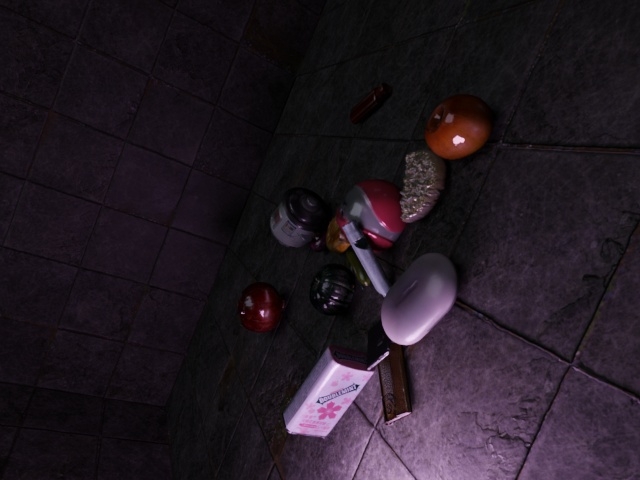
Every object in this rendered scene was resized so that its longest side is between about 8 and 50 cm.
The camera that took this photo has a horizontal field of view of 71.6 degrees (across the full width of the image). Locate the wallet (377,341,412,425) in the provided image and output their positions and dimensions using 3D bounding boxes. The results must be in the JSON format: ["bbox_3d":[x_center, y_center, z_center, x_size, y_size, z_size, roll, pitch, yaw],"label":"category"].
[{"bbox_3d":[0.233,0.456,1.440,0.133,0.039,0.243,-47,33,41],"label":"wallet"}]

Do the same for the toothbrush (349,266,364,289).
[{"bbox_3d":[0.153,0.152,1.847,0.014,0.011,0.167,-55,29,16],"label":"toothbrush"}]

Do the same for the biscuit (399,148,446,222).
[{"bbox_3d":[0.375,-0.204,1.594,0.179,0.084,0.281,-13,62,55],"label":"biscuit"}]

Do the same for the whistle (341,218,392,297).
[{"bbox_3d":[0.175,0.070,1.612,0.062,0.312,0.062,-29,4,2],"label":"whistle"}]

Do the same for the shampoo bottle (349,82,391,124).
[{"bbox_3d":[0.246,-0.684,2.207,0.260,0.064,0.102,-31,45,53],"label":"shampoo bottle"}]

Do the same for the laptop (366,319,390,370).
[{"bbox_3d":[0.202,0.353,1.555,0.129,0.016,0.180,-51,16,32],"label":"laptop"}]

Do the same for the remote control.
[{"bbox_3d":[0.309,0.185,1.412,0.332,0.103,0.221,-55,35,27],"label":"remote control"}]

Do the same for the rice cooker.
[{"bbox_3d":[-0.106,-0.119,2.266,0.316,0.264,0.316,-26,60,56],"label":"rice cooker"}]

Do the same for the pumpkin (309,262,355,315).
[{"bbox_3d":[0.049,0.202,1.842,0.220,0.162,0.220,-46,26,30],"label":"pumpkin"}]

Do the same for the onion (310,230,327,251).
[{"bbox_3d":[0.000,0.000,2.150,0.115,0.104,0.115,-42,20,19],"label":"onion"}]

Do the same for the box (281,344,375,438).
[{"bbox_3d":[0.023,0.556,1.607,0.370,0.190,0.112,-61,27,20],"label":"box"}]

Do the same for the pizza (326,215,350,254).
[{"bbox_3d":[0.099,-0.050,1.973,0.335,0.086,0.226,-128,61,-78],"label":"pizza"}]

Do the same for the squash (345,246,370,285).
[{"bbox_3d":[0.155,0.094,1.821,0.069,0.069,0.258,-59,29,22],"label":"squash"}]

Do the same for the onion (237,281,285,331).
[{"bbox_3d":[-0.314,0.356,2.357,0.276,0.276,0.276,-43,37,43],"label":"onion"}]

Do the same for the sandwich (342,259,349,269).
[{"bbox_3d":[0.106,0.129,1.930,0.044,0.031,0.083,24,93,66],"label":"sandwich"}]

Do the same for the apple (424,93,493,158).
[{"bbox_3d":[0.447,-0.377,1.471,0.235,0.173,0.210,-40,38,48],"label":"apple"}]

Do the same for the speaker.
[{"bbox_3d":[0.208,-0.104,1.739,0.294,0.294,0.294,-43,37,43],"label":"speaker"}]
